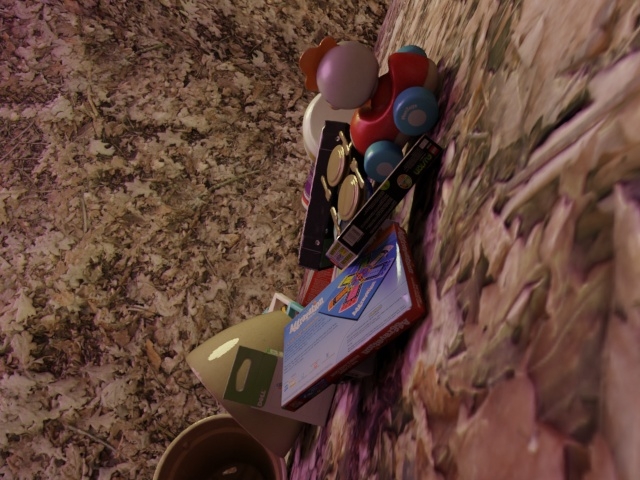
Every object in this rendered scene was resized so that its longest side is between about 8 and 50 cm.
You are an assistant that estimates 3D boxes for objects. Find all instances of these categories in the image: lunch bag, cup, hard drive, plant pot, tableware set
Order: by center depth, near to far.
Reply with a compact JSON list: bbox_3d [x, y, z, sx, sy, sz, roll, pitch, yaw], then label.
[{"bbox_3d":[0.055,-0.116,0.830,0.194,0.039,0.128,-105,30,-44],"label":"tableware set"},{"bbox_3d":[0.083,-0.061,0.913,0.129,0.096,0.152,-90,8,-78],"label":"lunch bag"},{"bbox_3d":[-0.126,0.314,1.032,0.237,0.331,0.331,-45,-5,-17],"label":"cup"},{"bbox_3d":[0.043,-0.103,1.042,0.236,0.064,0.340,-7,-71,-67],"label":"hard drive"},{"bbox_3d":[-0.252,0.694,1.148,0.306,0.333,0.334,93,-172,-50],"label":"plant pot"}]

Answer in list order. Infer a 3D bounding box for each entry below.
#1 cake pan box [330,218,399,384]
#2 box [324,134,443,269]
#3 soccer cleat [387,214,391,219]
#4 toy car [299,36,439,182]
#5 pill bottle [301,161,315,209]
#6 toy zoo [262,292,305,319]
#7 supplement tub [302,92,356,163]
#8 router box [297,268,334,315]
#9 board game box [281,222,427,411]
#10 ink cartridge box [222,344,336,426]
[{"bbox_3d":[0.054,0.122,0.749,0.246,0.070,0.267,111,174,-67],"label":"cake pan box"},{"bbox_3d":[0.090,-0.053,0.622,0.207,0.036,0.114,-50,-3,-15],"label":"box"},{"bbox_3d":[0.114,-0.025,0.810,0.036,0.029,0.083,-71,5,-67],"label":"soccer cleat"},{"bbox_3d":[0.067,-0.266,0.764,0.219,0.237,0.210,-81,16,-44],"label":"toy car"},{"bbox_3d":[0.041,-0.266,1.759,0.182,0.181,0.323,-78,6,-51],"label":"pill bottle"},{"bbox_3d":[-0.106,0.289,1.332,0.293,0.030,0.193,19,97,52],"label":"toy zoo"},{"bbox_3d":[0.064,-0.343,1.322,0.331,0.240,0.241,-110,37,-83],"label":"supplement tub"},{"bbox_3d":[0.023,0.048,1.387,0.336,0.082,0.301,-77,5,-46],"label":"router box"},{"bbox_3d":[0.029,0.115,0.592,0.281,0.027,0.145,-47,30,33],"label":"board game box"},{"bbox_3d":[-0.077,0.285,0.841,0.062,0.209,0.109,147,140,-80],"label":"ink cartridge box"}]
